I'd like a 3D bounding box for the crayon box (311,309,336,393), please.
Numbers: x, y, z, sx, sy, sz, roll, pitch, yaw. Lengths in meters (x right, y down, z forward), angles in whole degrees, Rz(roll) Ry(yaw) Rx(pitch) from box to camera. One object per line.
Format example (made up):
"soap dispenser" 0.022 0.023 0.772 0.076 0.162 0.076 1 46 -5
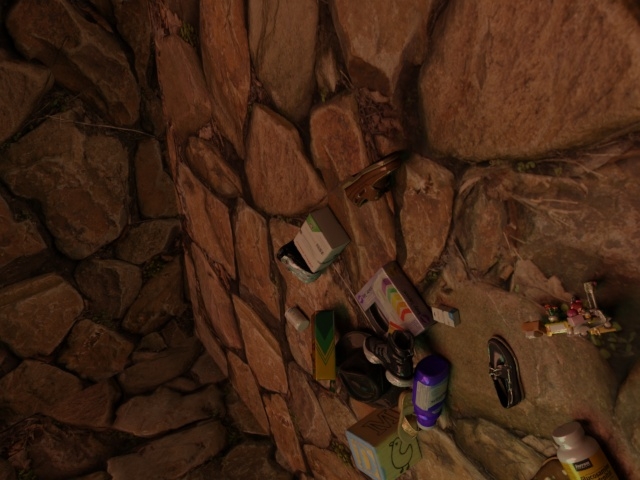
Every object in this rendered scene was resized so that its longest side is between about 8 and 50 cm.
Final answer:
"crayon box" 0.011 0.447 2.118 0.202 0.081 0.318 112 157 -76

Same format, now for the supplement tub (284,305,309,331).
"supplement tub" -0.110 0.363 2.454 0.107 0.071 0.071 44 144 34

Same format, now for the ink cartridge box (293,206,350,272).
"ink cartridge box" 0.000 0.000 1.978 0.160 0.093 0.219 58 151 13

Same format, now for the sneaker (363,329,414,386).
"sneaker" 0.231 0.348 1.731 0.268 0.101 0.153 -138 52 -59

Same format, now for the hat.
"hat" 0.154 0.516 1.987 0.331 0.134 0.331 17 118 35

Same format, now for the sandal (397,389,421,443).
"sandal" 0.336 0.667 1.931 0.079 0.088 0.239 26 127 57

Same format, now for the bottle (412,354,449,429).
"bottle" 0.359 0.511 1.745 0.092 0.118 0.282 31 135 41

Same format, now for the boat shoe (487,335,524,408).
"boat shoe" 0.502 0.367 1.458 0.075 0.065 0.206 -8 105 60

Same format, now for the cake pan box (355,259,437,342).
"cake pan box" 0.243 0.228 1.779 0.245 0.070 0.267 59 151 15

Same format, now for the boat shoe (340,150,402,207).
"boat shoe" 0.167 -0.176 1.574 0.104 0.111 0.307 62 161 -2

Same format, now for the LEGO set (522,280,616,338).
"LEGO set" 0.554 0.156 1.181 0.287 0.132 0.107 101 158 -80

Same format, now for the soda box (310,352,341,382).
"soda box" 0.067 0.535 2.268 0.263 0.092 0.083 6 115 57

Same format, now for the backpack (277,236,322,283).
"backpack" -0.068 0.082 2.122 0.182 0.152 0.115 41 150 16

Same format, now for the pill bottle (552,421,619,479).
"pill bottle" 0.654 0.551 1.306 0.184 0.103 0.103 61 151 7

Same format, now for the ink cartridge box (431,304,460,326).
"ink cartridge box" 0.378 0.225 1.592 0.083 0.028 0.048 15 123 54

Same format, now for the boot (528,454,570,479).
"boot" 0.620 0.700 1.466 0.112 0.115 0.305 49 146 31

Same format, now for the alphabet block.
"alphabet block" 0.245 0.797 2.066 0.193 0.197 0.192 7 118 57
